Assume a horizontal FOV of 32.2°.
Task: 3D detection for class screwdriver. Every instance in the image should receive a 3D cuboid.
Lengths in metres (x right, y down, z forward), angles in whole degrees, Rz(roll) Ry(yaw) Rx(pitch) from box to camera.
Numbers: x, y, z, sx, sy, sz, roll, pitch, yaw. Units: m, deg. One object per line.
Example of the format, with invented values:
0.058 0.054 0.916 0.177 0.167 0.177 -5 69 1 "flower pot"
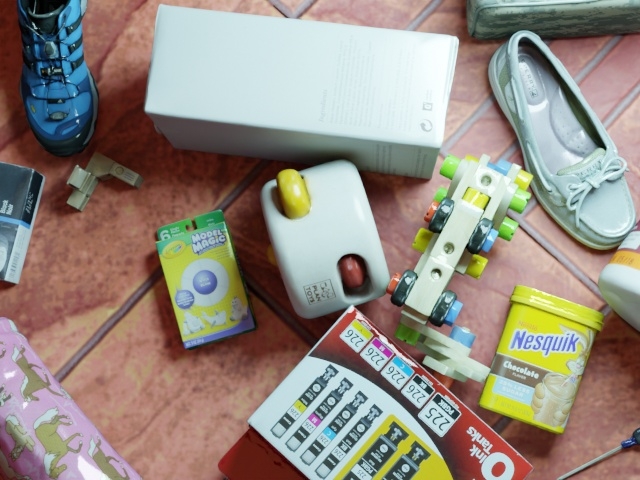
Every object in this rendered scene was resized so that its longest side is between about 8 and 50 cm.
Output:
0.391 0.280 1.486 0.170 0.024 0.025 -25 51 6 "screwdriver"

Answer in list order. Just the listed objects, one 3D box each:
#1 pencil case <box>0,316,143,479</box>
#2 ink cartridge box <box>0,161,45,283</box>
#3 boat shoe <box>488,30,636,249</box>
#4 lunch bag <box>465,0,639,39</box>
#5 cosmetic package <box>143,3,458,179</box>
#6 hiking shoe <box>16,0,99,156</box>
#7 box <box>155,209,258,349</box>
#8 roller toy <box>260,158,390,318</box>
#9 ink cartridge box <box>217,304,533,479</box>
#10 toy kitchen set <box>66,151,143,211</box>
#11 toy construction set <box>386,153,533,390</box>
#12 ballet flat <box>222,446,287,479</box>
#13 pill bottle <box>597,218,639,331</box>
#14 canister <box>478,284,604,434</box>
-0.357 0.276 1.447 0.386 0.160 0.167 47 118 9 "pencil case"
-0.572 -0.051 1.564 0.333 0.065 0.165 11 83 6 "ink cartridge box"
0.331 -0.134 1.500 0.118 0.103 0.320 -25 89 -1 "boat shoe"
0.341 -0.416 1.491 0.305 0.212 0.256 -3 87 4 "lunch bag"
-0.024 -0.193 1.481 0.385 0.217 0.156 9 82 2 "cosmetic package"
-0.383 -0.269 1.551 0.113 0.132 0.304 -8 81 2 "hiking shoe"
-0.160 0.052 1.536 0.105 0.043 0.179 -17 79 0 "box"
0.000 0.000 1.456 0.146 0.209 0.191 -17 87 1 "roller toy"
0.062 0.291 1.425 0.309 0.130 0.272 41 79 6 "ink cartridge box"
-0.306 -0.074 1.549 0.075 0.068 0.083 27 84 7 "toy kitchen set"
0.175 0.031 1.445 0.151 0.215 0.327 13 87 8 "toy construction set"
-0.112 0.339 1.485 0.173 0.049 0.057 -39 81 -4 "ballet flat"
0.556 -0.037 1.419 0.224 0.224 0.392 36 85 8 "pill bottle"
0.293 0.160 1.480 0.126 0.073 0.170 19 84 6 "canister"
